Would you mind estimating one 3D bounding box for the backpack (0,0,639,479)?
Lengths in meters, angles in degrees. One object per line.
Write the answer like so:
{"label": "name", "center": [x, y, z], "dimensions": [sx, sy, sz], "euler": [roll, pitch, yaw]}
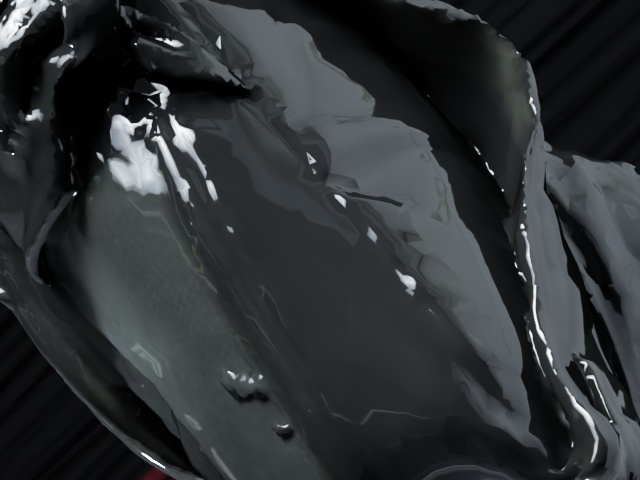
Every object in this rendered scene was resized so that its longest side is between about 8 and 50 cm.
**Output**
{"label": "backpack", "center": [0.000, 0.000, 0.699], "dimensions": [0.446, 0.255, 0.363], "euler": [50, -170, 24]}
